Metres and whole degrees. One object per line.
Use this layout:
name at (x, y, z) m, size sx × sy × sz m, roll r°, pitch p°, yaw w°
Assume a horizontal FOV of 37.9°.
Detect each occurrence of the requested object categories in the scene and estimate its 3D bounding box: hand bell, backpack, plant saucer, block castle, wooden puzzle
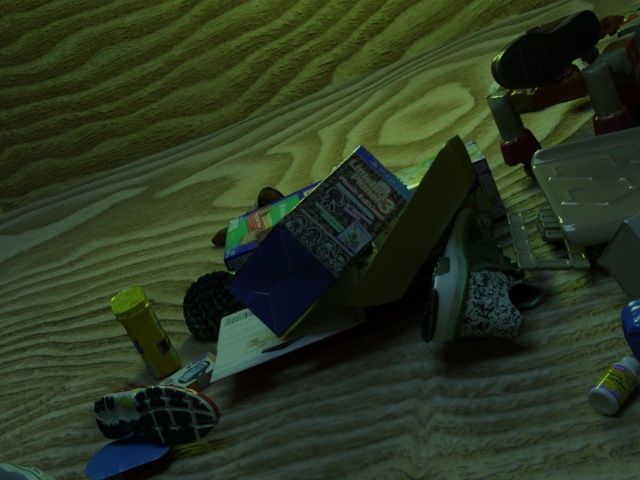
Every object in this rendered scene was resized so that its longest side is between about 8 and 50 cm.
hand bell at (-0.200, -0.037, 2.452) m, size 0.242 × 0.126 × 0.126 m, roll -26°, pitch 16°, yaw 38°
backpack at (0.472, 0.118, 1.260) m, size 0.120 × 0.098 × 0.101 m, roll -17°, pitch 25°, yaw 19°
plant saucer at (0.186, -0.027, 1.712) m, size 0.333 × 0.081 × 0.333 m, roll -58°, pitch -6°, yaw 14°
block castle at (0.590, -0.333, 2.070) m, size 0.303 × 0.213 × 0.453 m, roll -12°, pitch 24°, yaw 37°
wooden puzzle at (0.565, -0.095, 1.665) m, size 0.322 × 0.080 × 0.348 m, roll -13°, pitch 27°, yaw 8°

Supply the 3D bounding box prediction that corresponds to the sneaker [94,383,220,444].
sneaker at (-0.277, 0.288, 1.648) m, size 0.279 × 0.107 × 0.118 m, roll -4°, pitch 11°, yaw 36°

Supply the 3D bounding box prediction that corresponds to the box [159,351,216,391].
box at (-0.255, 0.273, 1.820) m, size 0.136 × 0.028 × 0.081 m, roll -31°, pitch 21°, yaw -19°

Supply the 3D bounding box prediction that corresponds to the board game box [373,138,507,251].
board game box at (0.228, -0.079, 1.954) m, size 0.275 × 0.144 × 0.142 m, roll -23°, pitch 20°, yaw 8°

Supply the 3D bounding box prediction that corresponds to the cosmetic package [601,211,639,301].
cosmetic package at (0.585, -0.028, 1.371) m, size 0.309 × 0.113 × 0.160 m, roll -27°, pitch -21°, yaw -9°

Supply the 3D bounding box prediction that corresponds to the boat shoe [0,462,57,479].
boat shoe at (-0.491, 0.440, 1.602) m, size 0.088 × 0.096 × 0.267 m, roll 7°, pitch -7°, yaw -35°

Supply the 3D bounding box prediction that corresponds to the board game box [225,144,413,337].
board game box at (0.000, 0.000, 1.710) m, size 0.291 × 0.141 × 0.232 m, roll -46°, pitch -1°, yaw -44°

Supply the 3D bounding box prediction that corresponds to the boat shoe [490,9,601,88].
boat shoe at (0.445, -0.378, 1.911) m, size 0.307 × 0.111 × 0.104 m, roll -27°, pitch 13°, yaw -31°

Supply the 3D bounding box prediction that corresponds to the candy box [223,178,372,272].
candy box at (-0.055, -0.017, 2.162) m, size 0.317 × 0.122 × 0.268 m, roll -22°, pitch 20°, yaw 5°

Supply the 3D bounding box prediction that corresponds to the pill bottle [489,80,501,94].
pill bottle at (0.523, -0.394, 2.468) m, size 0.087 × 0.087 × 0.160 m, roll -33°, pitch 21°, yaw -20°

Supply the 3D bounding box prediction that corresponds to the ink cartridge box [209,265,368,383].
ink cartridge box at (-0.055, 0.176, 1.769) m, size 0.296 × 0.066 × 0.261 m, roll -22°, pitch 21°, yaw 9°

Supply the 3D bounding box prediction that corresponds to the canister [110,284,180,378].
canister at (-0.361, 0.190, 1.937) m, size 0.073 × 0.170 × 0.126 m, roll -29°, pitch 21°, yaw -9°

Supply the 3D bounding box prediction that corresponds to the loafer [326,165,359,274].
loafer at (0.048, -0.031, 1.966) m, size 0.087 × 0.251 × 0.094 m, roll 0°, pitch 0°, yaw 5°

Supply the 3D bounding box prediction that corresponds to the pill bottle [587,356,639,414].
pill bottle at (0.395, 0.192, 1.244) m, size 0.083 × 0.043 × 0.043 m, roll -39°, pitch 24°, yaw -33°

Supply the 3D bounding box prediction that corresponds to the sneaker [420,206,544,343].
sneaker at (0.288, 0.074, 1.596) m, size 0.182 × 0.158 × 0.410 m, roll 16°, pitch 27°, yaw 10°

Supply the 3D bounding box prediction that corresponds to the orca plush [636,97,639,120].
orca plush at (0.705, -0.256, 1.904) m, size 0.287 × 0.151 × 0.102 m, roll -33°, pitch -24°, yaw -55°

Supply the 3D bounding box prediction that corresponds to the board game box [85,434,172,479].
board game box at (-0.325, 0.381, 1.633) m, size 0.168 × 0.033 × 0.133 m, roll -20°, pitch 16°, yaw -2°

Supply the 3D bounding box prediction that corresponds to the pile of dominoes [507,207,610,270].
pile of dominoes at (0.434, 0.008, 1.640) m, size 0.196 × 0.040 × 0.251 m, roll 0°, pitch 25°, yaw 6°

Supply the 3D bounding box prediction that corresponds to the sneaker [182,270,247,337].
sneaker at (-0.144, 0.115, 1.989) m, size 0.343 × 0.134 × 0.146 m, roll -25°, pitch -17°, yaw 20°
